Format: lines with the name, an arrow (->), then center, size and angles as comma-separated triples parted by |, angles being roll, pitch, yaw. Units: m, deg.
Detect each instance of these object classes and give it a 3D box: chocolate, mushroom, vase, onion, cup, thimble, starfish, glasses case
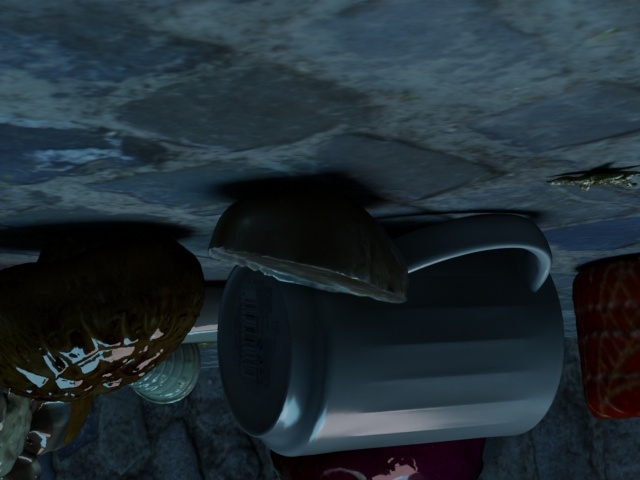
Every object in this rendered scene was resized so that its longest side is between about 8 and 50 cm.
chocolate -> -0.001, -0.002, 1.354 | 0.157, 0.080, 0.254 | 10, 174, 16
mushroom -> -0.240, 0.079, 1.511 | 0.253, 0.153, 0.253 | -18, 164, -5
vase -> -0.318, 0.195, 2.463 | 0.143, 0.143, 0.299 | -6, 169, 16
onion -> 0.062, 0.227, 2.337 | 0.398, 0.398, 0.420 | -9, 127, 35
cup -> 0.086, 0.086, 1.603 | 0.327, 0.237, 0.323 | 1, 142, -27
thimble -> 0.530, 0.140, 2.102 | 0.350, 0.231, 0.350 | -4, 173, -1
starfish -> 0.248, -0.054, 1.318 | 0.086, 0.016, 0.092 | -5, 178, -4
glasses case -> -0.107, 0.101, 2.059 | 0.308, 0.083, 0.128 | 0, 177, -24

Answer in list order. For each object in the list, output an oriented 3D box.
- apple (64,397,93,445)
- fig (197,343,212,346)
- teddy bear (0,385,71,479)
apple -> -0.451, 0.211, 2.106 | 0.264, 0.264, 0.264 | -4, 172, 0
fig -> -0.190, 0.156, 2.580 | 0.083, 0.050, 0.050 | -22, -174, -41
teddy bear -> -0.408, 0.178, 1.546 | 0.362, 0.327, 0.375 | 27, 166, -17
